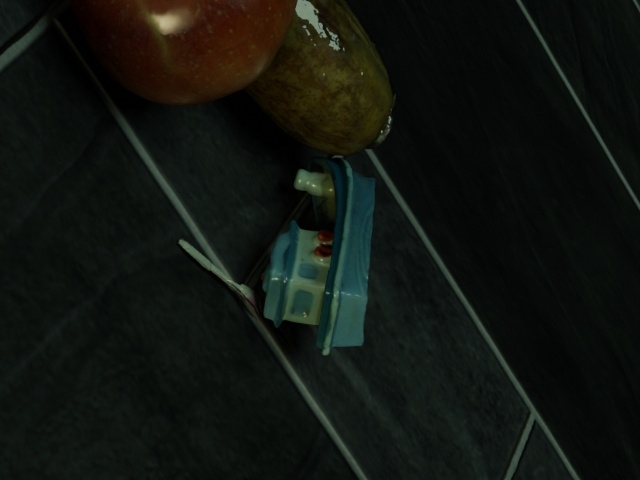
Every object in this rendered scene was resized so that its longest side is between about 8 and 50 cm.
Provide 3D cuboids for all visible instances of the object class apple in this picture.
[{"bbox_3d":[-0.114,-0.212,1.552,0.162,0.201,0.201,63,20,-61],"label":"apple"}]

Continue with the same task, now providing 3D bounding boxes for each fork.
[{"bbox_3d":[-0.084,0.033,1.600,0.115,0.012,0.016,44,31,-32],"label":"fork"}]

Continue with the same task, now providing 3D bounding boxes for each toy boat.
[{"bbox_3d":[0.000,0.000,1.686,0.238,0.098,0.109,-83,-179,-52],"label":"toy boat"}]

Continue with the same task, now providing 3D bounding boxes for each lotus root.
[{"bbox_3d":[-0.029,-0.185,1.704,0.260,0.128,0.145,45,4,-25],"label":"lotus root"}]
